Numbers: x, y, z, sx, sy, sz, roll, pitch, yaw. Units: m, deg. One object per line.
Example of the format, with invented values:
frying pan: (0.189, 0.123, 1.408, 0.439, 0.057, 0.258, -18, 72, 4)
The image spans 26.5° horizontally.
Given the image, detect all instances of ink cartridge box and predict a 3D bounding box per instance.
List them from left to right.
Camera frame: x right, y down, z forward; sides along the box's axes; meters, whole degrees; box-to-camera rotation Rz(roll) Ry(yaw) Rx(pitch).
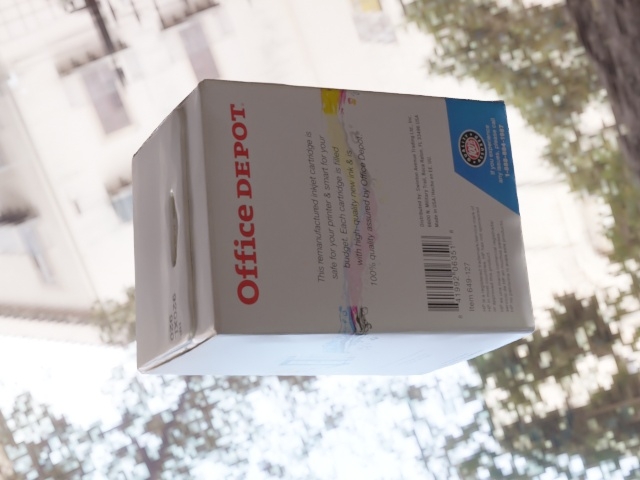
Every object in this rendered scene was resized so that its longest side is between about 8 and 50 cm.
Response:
ink cartridge box: (0.000, 0.000, 0.953, 0.233, 0.171, 0.168, 3, 164, -24)
